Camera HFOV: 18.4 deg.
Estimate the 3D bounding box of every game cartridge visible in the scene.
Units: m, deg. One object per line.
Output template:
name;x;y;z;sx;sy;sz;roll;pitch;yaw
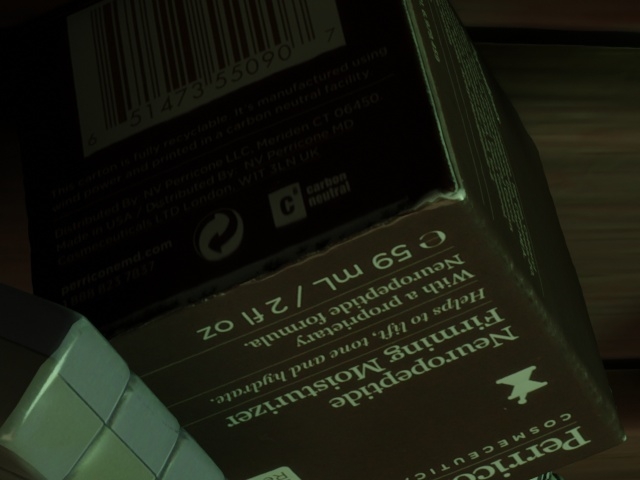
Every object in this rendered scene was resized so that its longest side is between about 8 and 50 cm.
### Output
game cartridge;-0.179;0.043;0.726;0.355;0.068;0.230;18;153;32

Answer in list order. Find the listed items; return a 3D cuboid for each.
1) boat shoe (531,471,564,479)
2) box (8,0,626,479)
boat shoe;0.094;0.159;1.082;0.102;0.108;0.301;-3;144;-12
box;0.000;0.000;0.799;0.168;0.167;0.203;-23;141;13
